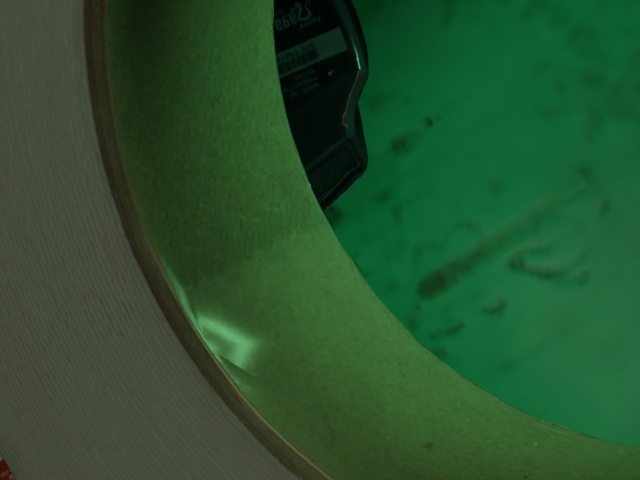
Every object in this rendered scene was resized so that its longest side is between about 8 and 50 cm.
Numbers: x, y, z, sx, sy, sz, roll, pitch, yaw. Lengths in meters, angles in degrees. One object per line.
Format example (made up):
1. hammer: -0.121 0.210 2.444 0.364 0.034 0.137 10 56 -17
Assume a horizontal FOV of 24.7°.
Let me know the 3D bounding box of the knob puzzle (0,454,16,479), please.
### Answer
1. knob puzzle: -0.121 0.036 0.531 0.213 0.030 0.213 -5 76 22

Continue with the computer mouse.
1. computer mouse: 0.000 0.000 0.489 0.071 0.041 0.242 -18 78 17

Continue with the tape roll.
1. tape roll: 0.049 -0.036 0.313 0.392 0.072 0.392 14 114 33
